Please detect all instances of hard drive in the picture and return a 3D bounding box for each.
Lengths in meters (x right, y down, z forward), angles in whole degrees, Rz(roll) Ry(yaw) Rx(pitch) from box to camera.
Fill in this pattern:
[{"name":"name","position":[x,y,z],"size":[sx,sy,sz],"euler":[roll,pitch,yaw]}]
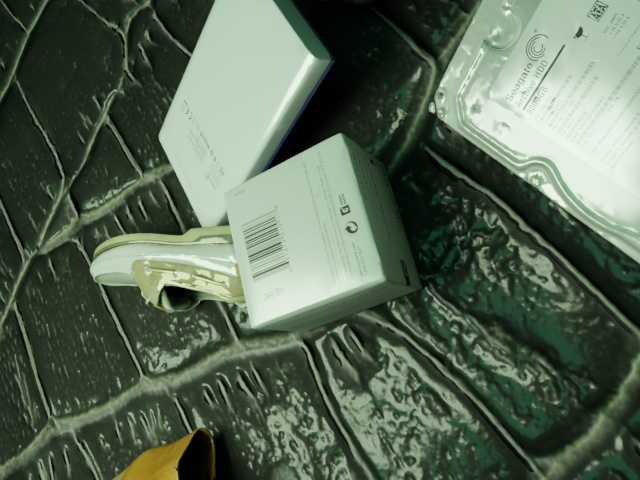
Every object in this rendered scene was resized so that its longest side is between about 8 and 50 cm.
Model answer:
[{"name":"hard drive","position":[0.284,-0.139,0.515],"size":[0.339,0.064,0.237],"euler":[46,128,28]},{"name":"hard drive","position":[-0.121,-0.186,0.750],"size":[0.319,0.040,0.210],"euler":[-51,59,39]}]

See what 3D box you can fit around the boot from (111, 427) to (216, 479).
[{"name":"boot","position":[-0.230,0.389,0.680],"size":[0.211,0.104,0.295],"euler":[-36,30,31]}]

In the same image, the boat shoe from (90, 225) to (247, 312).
[{"name":"boat shoe","position":[-0.216,0.049,0.790],"size":[0.302,0.113,0.103],"euler":[-8,72,28]}]

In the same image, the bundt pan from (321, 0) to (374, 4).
[{"name":"bundt pan","position":[0.067,-0.456,0.712],"size":[0.330,0.124,0.331],"euler":[-5,79,30]}]

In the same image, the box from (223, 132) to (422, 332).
[{"name":"box","position":[0.000,0.000,0.670],"size":[0.181,0.119,0.181],"euler":[-23,70,24]}]
